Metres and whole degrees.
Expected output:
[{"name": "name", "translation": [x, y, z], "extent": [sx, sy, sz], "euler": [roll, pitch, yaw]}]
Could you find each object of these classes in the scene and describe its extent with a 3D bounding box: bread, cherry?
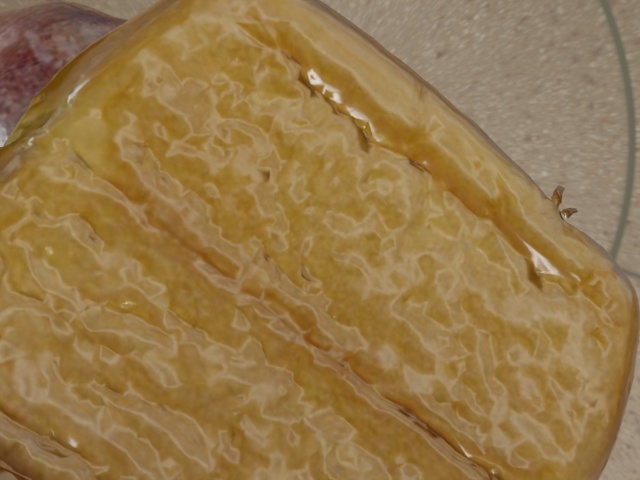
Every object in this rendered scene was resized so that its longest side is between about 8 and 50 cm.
[{"name": "bread", "translation": [-0.029, 0.063, 0.613], "extent": [0.337, 0.148, 0.328], "euler": [37, 66, -9]}, {"name": "cherry", "translation": [-0.316, -0.144, 1.358], "extent": [0.300, 0.230, 0.203], "euler": [-41, 122, 10]}]
